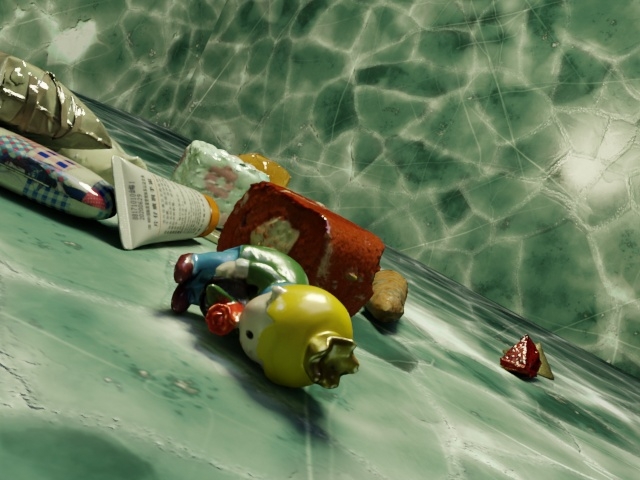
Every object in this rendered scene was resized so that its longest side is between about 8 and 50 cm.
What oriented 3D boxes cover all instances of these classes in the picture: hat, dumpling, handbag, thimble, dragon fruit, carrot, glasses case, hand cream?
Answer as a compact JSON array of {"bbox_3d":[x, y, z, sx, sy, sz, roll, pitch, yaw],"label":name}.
[{"bbox_3d":[0.558,0.297,1.685,0.146,0.067,0.146,26,6,-3],"label":"hat"},{"bbox_3d":[-0.421,-0.139,1.201,0.181,0.111,0.155,34,-21,19],"label":"dumpling"},{"bbox_3d":[-0.461,-0.216,1.013,0.182,0.117,0.270,26,-3,29],"label":"handbag"},{"bbox_3d":[-0.226,-0.118,1.379,0.185,0.149,0.211,33,8,31],"label":"thimble"},{"bbox_3d":[0.482,0.288,1.487,0.131,0.097,0.063,46,-5,-40],"label":"dragon fruit"},{"bbox_3d":[0.137,0.121,1.326,0.102,0.102,0.263,26,8,2],"label":"carrot"},{"bbox_3d":[-0.453,-0.116,0.951,0.327,0.076,0.125,25,3,-8],"label":"glasses case"},{"bbox_3d":[-0.258,-0.046,1.074,0.089,0.140,0.314,-9,-6,9],"label":"hand cream"}]

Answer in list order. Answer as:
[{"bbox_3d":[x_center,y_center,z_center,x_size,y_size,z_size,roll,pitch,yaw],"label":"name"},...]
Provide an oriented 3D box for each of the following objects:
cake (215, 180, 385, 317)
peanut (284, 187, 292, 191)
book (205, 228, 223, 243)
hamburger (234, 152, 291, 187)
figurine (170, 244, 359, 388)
[{"bbox_3d":[-0.042,0.025,0.987,0.151,0.177,0.283,21,7,-40],"label":"cake"},{"bbox_3d":[-0.106,-0.096,2.040,0.263,0.117,0.101,34,30,33],"label":"peanut"},{"bbox_3d":[-0.275,-0.053,1.419,0.208,0.020,0.295,27,7,-3],"label":"book"},{"bbox_3d":[-0.250,-0.217,2.221,0.282,0.245,0.155,-29,10,-32],"label":"hamburger"},{"bbox_3d":[-0.068,0.086,0.723,0.185,0.127,0.234,10,26,-23],"label":"figurine"}]
